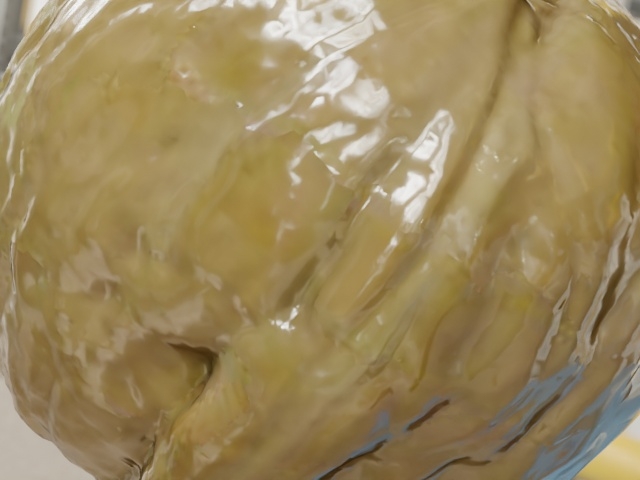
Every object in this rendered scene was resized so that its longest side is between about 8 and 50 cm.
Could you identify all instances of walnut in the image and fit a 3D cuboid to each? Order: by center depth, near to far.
[{"bbox_3d":[0.000,0.000,0.822,0.332,0.333,0.333,11,13,-3],"label":"walnut"}]
